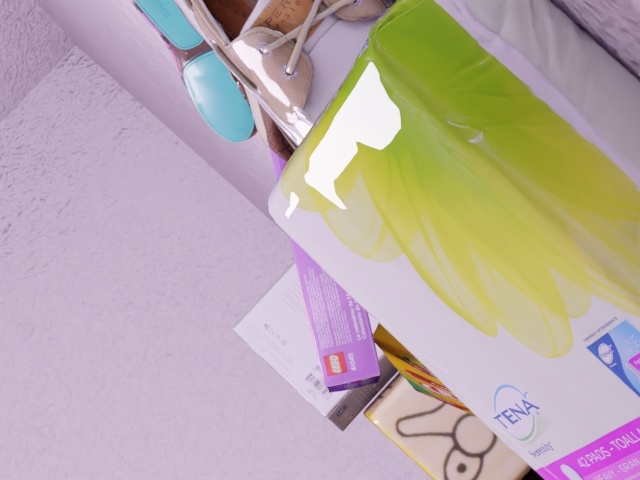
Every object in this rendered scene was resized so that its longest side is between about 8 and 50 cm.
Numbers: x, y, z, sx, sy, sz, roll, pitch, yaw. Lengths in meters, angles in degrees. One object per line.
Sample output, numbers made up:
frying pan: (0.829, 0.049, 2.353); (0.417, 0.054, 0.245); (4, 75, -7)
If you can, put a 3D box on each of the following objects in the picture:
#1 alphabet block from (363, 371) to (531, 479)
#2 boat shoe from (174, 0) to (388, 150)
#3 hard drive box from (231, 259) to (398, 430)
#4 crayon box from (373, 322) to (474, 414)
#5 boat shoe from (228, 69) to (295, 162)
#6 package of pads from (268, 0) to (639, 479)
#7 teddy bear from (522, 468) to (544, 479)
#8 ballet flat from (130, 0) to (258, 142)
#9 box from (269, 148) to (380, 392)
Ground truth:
alphabet block: (0.188, 0.209, 2.021); (0.192, 0.197, 0.193); (43, 177, 4)
boat shoe: (-0.010, -0.124, 1.018); (0.302, 0.113, 0.103); (39, 176, 31)
hard drive box: (0.035, 0.094, 2.068); (0.181, 0.232, 0.089); (42, 177, 24)
crayon box: (0.176, 0.130, 1.721); (0.202, 0.081, 0.318); (21, 168, 20)
boat shoe: (-0.032, -0.150, 1.268); (0.095, 0.095, 0.257); (57, 177, 29)
package of pads: (0.122, 0.016, 0.835); (0.296, 0.101, 0.229); (44, 155, 2)
teddy bear: (0.302, 0.337, 1.983); (0.338, 0.245, 0.113); (180, 75, -85)
ballet flat: (-0.119, -0.203, 1.630); (0.221, 0.077, 0.079); (56, -154, -29)
box: (0.000, 0.000, 1.587); (0.201, 0.057, 0.293); (73, -177, -83)
